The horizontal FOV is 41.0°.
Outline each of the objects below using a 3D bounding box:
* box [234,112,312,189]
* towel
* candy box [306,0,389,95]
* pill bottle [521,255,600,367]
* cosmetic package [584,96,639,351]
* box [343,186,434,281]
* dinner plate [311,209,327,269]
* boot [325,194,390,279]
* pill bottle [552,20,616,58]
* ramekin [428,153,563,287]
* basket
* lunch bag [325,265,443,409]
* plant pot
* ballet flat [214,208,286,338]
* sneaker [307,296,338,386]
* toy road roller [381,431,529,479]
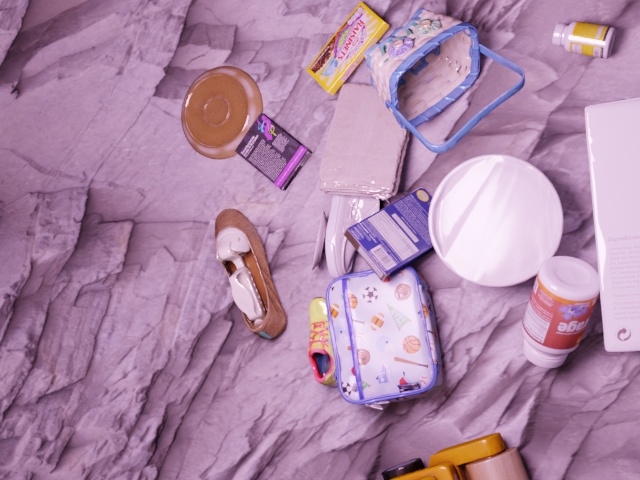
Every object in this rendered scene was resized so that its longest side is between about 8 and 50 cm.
[{"bbox_3d":[-0.114,-0.214,2.057,0.162,0.029,0.116,40,103,14],"label":"box"},{"bbox_3d":[0.108,-0.226,1.917,0.187,0.049,0.282,7,70,23],"label":"towel"},{"bbox_3d":[0.061,-0.445,1.985,0.206,0.027,0.105,-50,55,14],"label":"candy box"},{"bbox_3d":[0.467,0.146,1.689,0.121,0.121,0.216,26,133,23],"label":"pill bottle"},{"bbox_3d":[0.610,-0.025,1.618,0.161,0.230,0.453,-6,86,23],"label":"cosmetic package"},{"bbox_3d":[0.179,-0.018,1.858,0.225,0.036,0.136,-29,69,-27],"label":"box"},{"bbox_3d":[0.000,0.000,1.948,0.017,0.141,0.141,10,91,0],"label":"dinner plate"},{"bbox_3d":[0.088,-0.038,1.923,0.123,0.095,0.258,2,82,24],"label":"boot"},{"bbox_3d":[0.540,-0.415,1.758,0.116,0.065,0.065,18,94,24],"label":"pill bottle"},{"bbox_3d":[0.367,-0.037,1.773,0.272,0.127,0.273,-1,86,19],"label":"ramekin"},{"bbox_3d":[0.243,-0.333,1.790,0.254,0.201,0.289,-40,61,-10],"label":"basket"},{"bbox_3d":[0.132,0.215,1.869,0.243,0.115,0.303,-12,75,16],"label":"lunch bag"},{"bbox_3d":[-0.254,-0.321,2.132,0.236,0.032,0.236,-1,87,25],"label":"plant pot"},{"bbox_3d":[-0.185,0.074,2.029,0.116,0.124,0.342,-25,77,21],"label":"ballet flat"},{"bbox_3d":[0.007,0.231,1.950,0.081,0.094,0.209,-14,81,23],"label":"sneaker"},{"bbox_3d":[0.255,0.541,1.740,0.329,0.240,0.203,-24,78,22],"label":"toy road roller"}]
